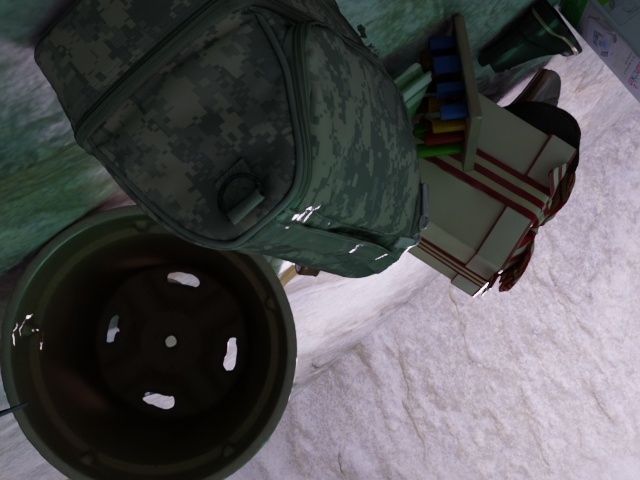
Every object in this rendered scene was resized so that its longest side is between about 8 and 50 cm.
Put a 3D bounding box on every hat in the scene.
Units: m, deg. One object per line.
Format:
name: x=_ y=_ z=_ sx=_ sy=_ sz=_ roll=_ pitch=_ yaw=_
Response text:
hat: x=0.282 y=-0.155 z=1.954 sx=0.331 sy=0.331 sz=0.134 roll=-40 pitch=126 yaw=10

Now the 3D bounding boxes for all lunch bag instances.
lunch bag: x=-0.046 y=-0.093 z=0.945 sx=0.212 sy=0.256 sz=0.305 roll=-35 pitch=162 yaw=16

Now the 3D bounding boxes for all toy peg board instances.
toy peg board: x=0.168 y=-0.198 z=1.555 sx=0.079 sy=0.161 sz=0.161 roll=-7 pitch=157 yaw=0

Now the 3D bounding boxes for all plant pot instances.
plant pot: x=-0.201 y=0.133 z=1.404 sx=0.334 sy=0.334 sz=0.305 roll=-36 pitch=180 yaw=-5

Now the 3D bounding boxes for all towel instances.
towel: x=0.030 y=-0.091 z=1.573 sx=0.248 sy=0.038 sz=0.325 roll=-41 pitch=167 yaw=-28

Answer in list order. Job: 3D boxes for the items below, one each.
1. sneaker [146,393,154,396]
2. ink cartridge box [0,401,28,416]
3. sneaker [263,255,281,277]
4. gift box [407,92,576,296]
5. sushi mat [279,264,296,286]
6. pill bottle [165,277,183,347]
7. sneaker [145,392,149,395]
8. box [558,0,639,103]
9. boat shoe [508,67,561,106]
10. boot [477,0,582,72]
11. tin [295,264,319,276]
sneaker: x=-0.310 y=0.246 z=1.989 sx=0.087 sy=0.083 sz=0.221 roll=-33 pitch=166 yaw=4
ink cartridge box: x=-0.517 y=0.228 z=1.169 sx=0.307 sy=0.072 sz=0.303 roll=-28 pitch=175 yaw=37
sneaker: x=-0.079 y=0.013 z=1.795 sx=0.115 sy=0.090 sz=0.232 roll=-42 pitch=178 yaw=-8
gift box: x=0.232 y=-0.066 z=1.715 sx=0.255 sy=0.258 sz=0.276 roll=-57 pitch=177 yaw=-8
sushi mat: x=0.000 y=0.000 z=2.093 sx=0.316 sy=0.019 sz=0.151 roll=-42 pitch=166 yaw=17
pill bottle: x=-0.233 y=0.128 z=1.669 sx=0.117 sy=0.117 sz=0.208 roll=-34 pitch=167 yaw=-17
sneaker: x=-0.313 y=0.212 z=1.828 sx=0.225 sy=0.088 sz=0.093 roll=-26 pitch=162 yaw=-44
box: x=0.557 y=-0.379 z=1.764 sx=0.262 sy=0.231 sz=0.127 roll=-37 pitch=168 yaw=-7
boat shoe: x=0.338 y=-0.196 z=2.118 sx=0.324 sy=0.116 sz=0.123 roll=-55 pitch=153 yaw=-4
boot: x=0.335 y=-0.310 z=1.798 sx=0.137 sy=0.077 sz=0.198 roll=-37 pitch=156 yaw=19
tin: x=-0.011 y=-0.008 z=1.836 sx=0.040 sy=0.106 sz=0.190 roll=0 pitch=155 yaw=-14
